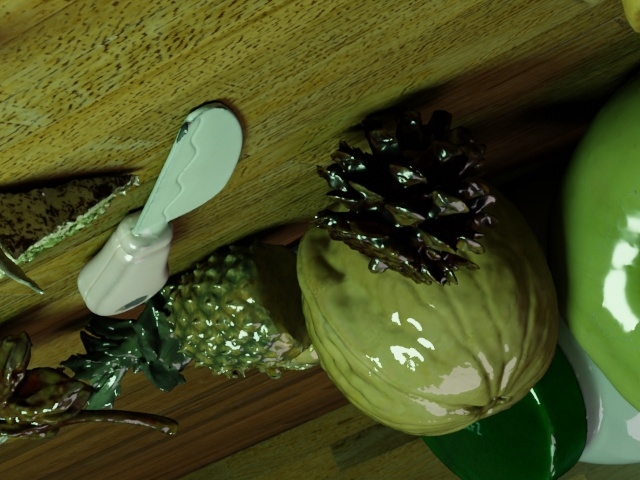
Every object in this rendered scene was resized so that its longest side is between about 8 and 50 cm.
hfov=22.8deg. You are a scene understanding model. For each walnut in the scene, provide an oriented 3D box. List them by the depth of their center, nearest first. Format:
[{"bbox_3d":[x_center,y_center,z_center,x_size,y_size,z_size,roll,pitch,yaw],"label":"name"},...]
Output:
[{"bbox_3d":[0.085,0.045,1.295,0.228,0.228,0.228,-21,170,-4],"label":"walnut"}]

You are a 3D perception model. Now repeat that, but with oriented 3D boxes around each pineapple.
[{"bbox_3d":[-0.121,0.080,1.407,0.251,0.125,0.125,-22,171,29],"label":"pineapple"}]

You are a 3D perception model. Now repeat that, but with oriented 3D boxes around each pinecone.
[{"bbox_3d":[0.063,-0.033,1.129,0.140,0.140,0.121,93,21,-78],"label":"pinecone"}]

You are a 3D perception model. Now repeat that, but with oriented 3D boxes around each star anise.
[{"bbox_3d":[-0.243,0.130,1.330,0.234,0.073,0.177,-2,155,0],"label":"star anise"}]

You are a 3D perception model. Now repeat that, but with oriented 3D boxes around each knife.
[{"bbox_3d":[-0.101,-0.020,1.108,0.081,0.043,0.336,-23,169,-28],"label":"knife"}]

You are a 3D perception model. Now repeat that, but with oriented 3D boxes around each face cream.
[{"bbox_3d":[0.263,0.078,1.556,0.357,0.312,0.219,-31,153,-32],"label":"face cream"}]

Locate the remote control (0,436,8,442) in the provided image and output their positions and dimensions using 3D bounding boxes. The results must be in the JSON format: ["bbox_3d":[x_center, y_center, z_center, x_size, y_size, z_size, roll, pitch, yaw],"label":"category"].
[{"bbox_3d":[-0.381,0.207,1.679,0.073,0.044,0.229,-46,167,28],"label":"remote control"}]

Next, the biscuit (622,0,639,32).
[{"bbox_3d":[0.313,-0.197,1.033,0.309,0.040,0.204,-16,168,-25],"label":"biscuit"}]

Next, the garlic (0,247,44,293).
[{"bbox_3d":[-0.228,0.005,0.723,0.198,0.128,0.090,-19,154,1],"label":"garlic"}]

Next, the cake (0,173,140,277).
[{"bbox_3d":[-0.168,-0.008,0.994,0.140,0.055,0.051,-14,161,-44],"label":"cake"}]

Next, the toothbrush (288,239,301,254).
[{"bbox_3d":[0.000,0.000,1.453,0.219,0.019,0.016,-29,172,35],"label":"toothbrush"}]

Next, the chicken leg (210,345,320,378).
[{"bbox_3d":[-0.051,0.110,1.770,0.207,0.085,0.101,-20,-175,44],"label":"chicken leg"}]

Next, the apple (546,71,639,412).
[{"bbox_3d":[0.370,-0.011,1.303,0.357,0.357,0.357,-21,170,-4],"label":"apple"}]
